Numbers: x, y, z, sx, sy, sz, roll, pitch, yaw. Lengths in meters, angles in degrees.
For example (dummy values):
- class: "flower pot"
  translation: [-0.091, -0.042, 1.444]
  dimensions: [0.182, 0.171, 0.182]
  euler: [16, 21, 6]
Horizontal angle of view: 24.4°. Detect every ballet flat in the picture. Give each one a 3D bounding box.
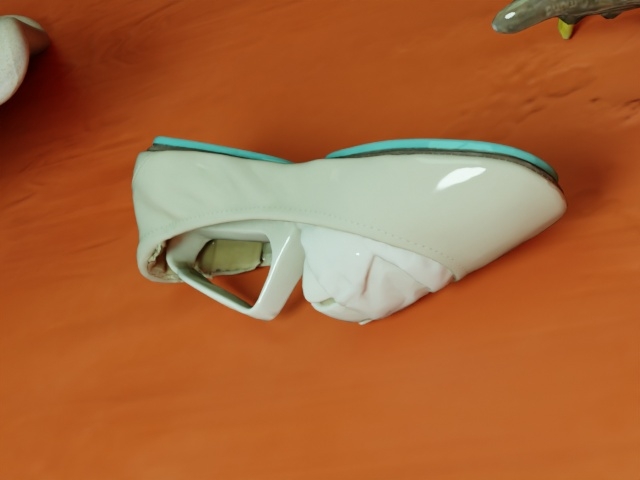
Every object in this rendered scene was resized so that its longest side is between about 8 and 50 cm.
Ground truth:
- class: "ballet flat"
  translation: [0.000, 0.000, 0.671]
  dimensions: [0.248, 0.086, 0.086]
  euler: [4, 49, 46]

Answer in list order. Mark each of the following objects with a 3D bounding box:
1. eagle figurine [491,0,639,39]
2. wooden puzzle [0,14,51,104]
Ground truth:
- class: "eagle figurine"
  translation: [0.143, -0.201, 0.697]
  dimensions: [0.225, 0.226, 0.298]
  euler: [-37, 32, 35]
- class: "wooden puzzle"
  translation: [-0.327, -0.067, 0.927]
  dimensions: [0.322, 0.080, 0.348]
  euler: [-31, 14, -3]
